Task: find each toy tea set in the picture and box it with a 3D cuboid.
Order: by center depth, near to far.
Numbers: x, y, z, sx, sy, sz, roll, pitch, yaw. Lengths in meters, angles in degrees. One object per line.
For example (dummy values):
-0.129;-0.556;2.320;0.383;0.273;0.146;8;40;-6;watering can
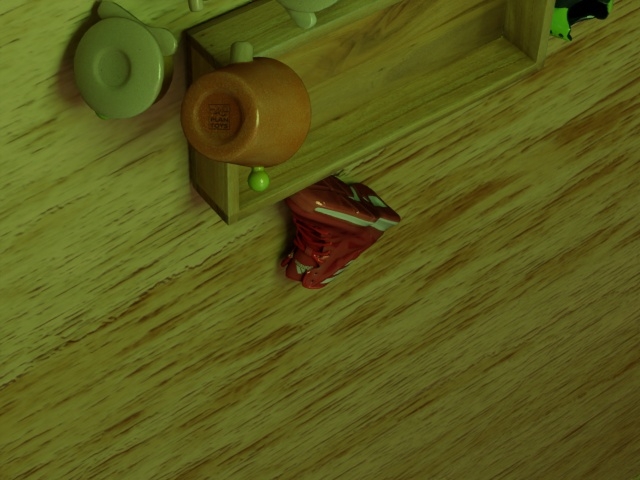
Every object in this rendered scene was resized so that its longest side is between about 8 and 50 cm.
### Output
-0.054;-0.213;1.339;0.336;0.200;0.124;-59;164;18;toy tea set

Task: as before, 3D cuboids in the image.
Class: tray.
0.058;-0.189;1.577;0.411;0.076;0.203;-28;144;-25;tray

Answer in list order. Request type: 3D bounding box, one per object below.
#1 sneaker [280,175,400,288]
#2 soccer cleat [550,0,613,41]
0.000;0.000;1.695;0.128;0.087;0.221;-51;154;12;sneaker
0.299;-0.280;1.727;0.179;0.072;0.060;-44;149;-18;soccer cleat
